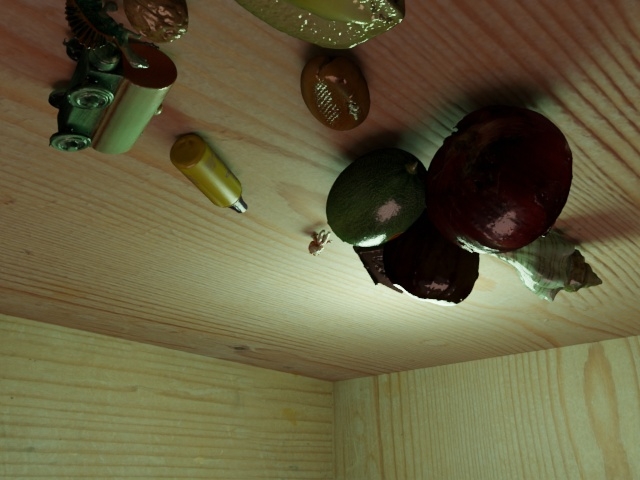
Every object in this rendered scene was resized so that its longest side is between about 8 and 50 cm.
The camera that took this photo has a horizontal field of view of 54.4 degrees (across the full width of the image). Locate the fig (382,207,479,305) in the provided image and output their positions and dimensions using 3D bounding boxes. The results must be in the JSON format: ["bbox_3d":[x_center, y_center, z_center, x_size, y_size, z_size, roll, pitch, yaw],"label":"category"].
[{"bbox_3d":[0.270,-0.027,1.345,0.216,0.321,0.217,22,-172,-3],"label":"fig"}]

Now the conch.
[{"bbox_3d":[0.607,0.070,1.683,0.386,0.170,0.203,9,130,-24],"label":"conch"}]

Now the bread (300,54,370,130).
[{"bbox_3d":[0.026,-0.250,1.033,0.114,0.077,0.189,16,162,15],"label":"bread"}]

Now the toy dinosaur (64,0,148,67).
[{"bbox_3d":[-0.316,-0.309,0.852,0.044,0.106,0.187,-16,153,33],"label":"toy dinosaur"}]

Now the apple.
[{"bbox_3d":[-0.029,-0.343,0.764,0.265,0.120,0.193,25,160,-39],"label":"apple"}]

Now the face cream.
[{"bbox_3d":[-0.221,-0.125,1.325,0.078,0.078,0.273,-6,156,15],"label":"face cream"}]

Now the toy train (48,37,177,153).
[{"bbox_3d":[-0.352,-0.233,1.045,0.177,0.116,0.285,1,160,-33],"label":"toy train"}]

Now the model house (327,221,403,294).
[{"bbox_3d":[0.135,-0.010,1.553,0.248,0.181,0.176,26,114,4],"label":"model house"}]

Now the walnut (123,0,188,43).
[{"bbox_3d":[-0.225,-0.319,0.865,0.096,0.079,0.082,30,105,-37],"label":"walnut"}]

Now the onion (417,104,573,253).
[{"bbox_3d":[0.324,-0.104,1.122,0.276,0.276,0.276,0,157,0],"label":"onion"}]

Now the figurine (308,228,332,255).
[{"bbox_3d":[0.000,0.000,1.666,0.064,0.047,0.109,14,145,-14],"label":"figurine"}]

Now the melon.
[{"bbox_3d":[0.119,-0.090,1.273,0.182,0.182,0.287,11,157,-23],"label":"melon"}]
